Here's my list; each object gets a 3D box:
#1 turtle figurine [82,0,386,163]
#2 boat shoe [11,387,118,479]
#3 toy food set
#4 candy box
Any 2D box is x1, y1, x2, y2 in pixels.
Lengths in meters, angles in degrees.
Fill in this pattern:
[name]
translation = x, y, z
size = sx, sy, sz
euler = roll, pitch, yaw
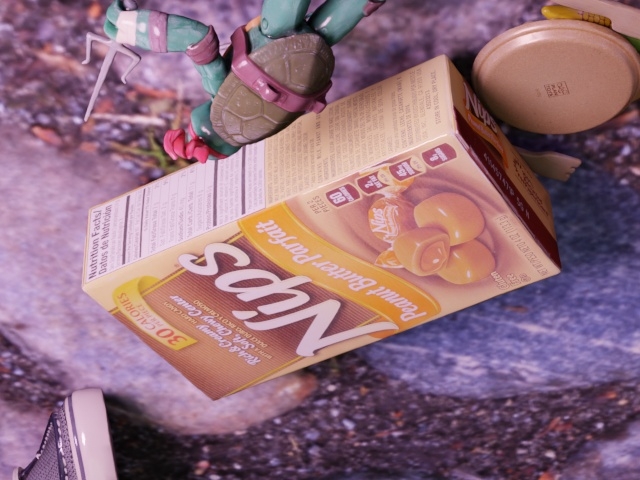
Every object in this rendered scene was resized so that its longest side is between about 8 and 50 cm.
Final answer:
[turtle figurine]
translation = -0.036, -0.128, 1.026
size = 0.234, 0.118, 0.175
euler = -44, 158, 28
[boat shoe]
translation = -0.264, 0.259, 1.436
size = 0.158, 0.127, 0.340
euler = -5, 139, -13
[toy food set]
translation = 0.175, -0.123, 1.154
size = 0.132, 0.038, 0.192
euler = 16, 144, -16
[candy box]
translation = 0.000, 0.000, 1.208
size = 0.316, 0.087, 0.183
euler = -23, 135, 22
